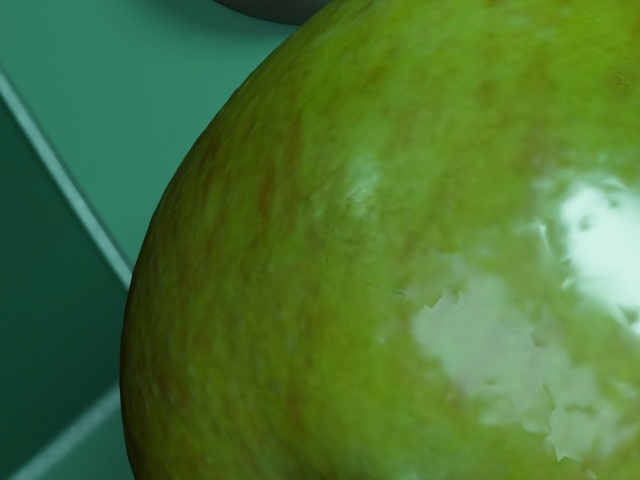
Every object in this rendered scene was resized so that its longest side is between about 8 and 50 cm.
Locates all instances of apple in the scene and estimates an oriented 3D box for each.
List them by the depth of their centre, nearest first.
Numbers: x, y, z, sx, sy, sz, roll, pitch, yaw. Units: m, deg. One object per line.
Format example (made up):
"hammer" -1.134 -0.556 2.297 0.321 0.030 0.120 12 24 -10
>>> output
"apple" 0.101 0.067 0.665 0.400 0.333 0.400 7 116 15

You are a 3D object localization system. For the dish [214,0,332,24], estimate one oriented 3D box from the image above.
"dish" -0.026 -0.232 0.884 0.213 0.090 0.213 0 90 26
